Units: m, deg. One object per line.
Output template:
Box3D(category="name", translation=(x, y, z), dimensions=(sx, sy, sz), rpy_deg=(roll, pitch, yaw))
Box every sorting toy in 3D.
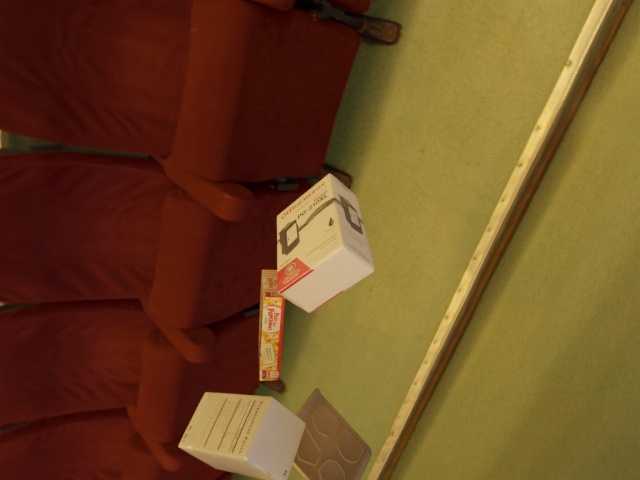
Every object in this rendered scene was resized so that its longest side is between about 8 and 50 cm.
Box3D(category="sorting toy", translation=(-0.008, 0.518, 1.027), dimensions=(0.229, 0.307, 0.041), rpy_deg=(50, 121, 4))

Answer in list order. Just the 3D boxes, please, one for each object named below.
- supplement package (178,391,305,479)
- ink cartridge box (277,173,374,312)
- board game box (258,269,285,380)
Box3D(category="supplement package", translation=(-0.136, 0.337, 0.767), dimensions=(0.179, 0.105, 0.105), rpy_deg=(-12, 131, 37))
Box3D(category="ink cartridge box", translation=(0.000, 0.000, 0.917), dimensions=(0.172, 0.237, 0.100), rpy_deg=(-36, 126, 23))
Box3D(category="board game box", translation=(-0.110, 0.180, 0.963), dimensions=(0.045, 0.147, 0.193), rpy_deg=(2, 109, -10))
